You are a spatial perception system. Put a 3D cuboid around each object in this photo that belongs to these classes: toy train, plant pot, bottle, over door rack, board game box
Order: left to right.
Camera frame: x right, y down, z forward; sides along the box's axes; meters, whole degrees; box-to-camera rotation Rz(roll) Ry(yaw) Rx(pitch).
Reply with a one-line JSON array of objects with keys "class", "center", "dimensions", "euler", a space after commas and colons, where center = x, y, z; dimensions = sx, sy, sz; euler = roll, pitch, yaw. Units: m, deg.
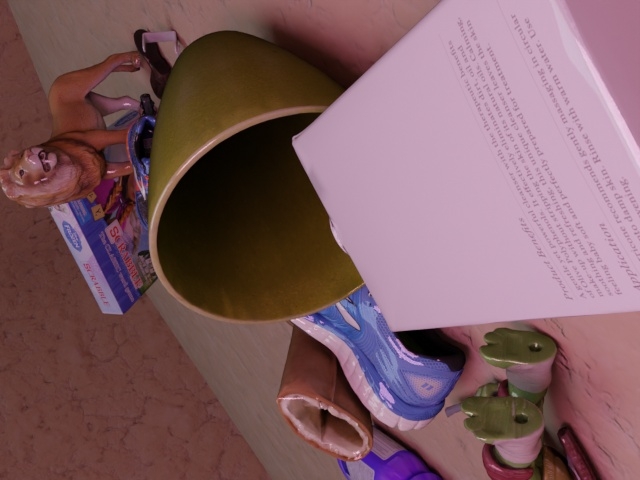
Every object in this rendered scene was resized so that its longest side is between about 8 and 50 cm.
[{"class": "board game box", "center": [-0.397, -0.068, 1.603], "dimensions": [0.066, 0.318, 0.318], "euler": [1, 125, 29]}, {"class": "toy train", "center": [-0.301, -0.201, 1.390], "dimensions": [0.158, 0.027, 0.036], "euler": [90, 164, -52]}, {"class": "over door rack", "center": [-0.197, -0.164, 1.286], "dimensions": [0.239, 0.108, 0.324], "euler": [94, 156, -57]}, {"class": "plant pot", "center": [-0.076, -0.107, 0.861], "dimensions": [0.274, 0.275, 0.293], "euler": [81, 167, -45]}, {"class": "bottle", "center": [0.126, 0.390, 1.247], "dimensions": [0.283, 0.092, 0.118], "euler": [16, 133, 63]}]

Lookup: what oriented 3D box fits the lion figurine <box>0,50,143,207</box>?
[{"class": "lion figurine", "center": [-0.440, -0.210, 1.415], "dimensions": [0.392, 0.240, 0.142], "euler": [-103, 8, -47]}]

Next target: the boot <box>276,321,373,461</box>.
[{"class": "boot", "center": [-0.027, 0.126, 1.002], "dimensions": [0.236, 0.089, 0.269], "euler": [31, -155, -11]}]

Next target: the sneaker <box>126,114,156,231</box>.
[{"class": "sneaker", "center": [-0.259, -0.098, 1.218], "dimensions": [0.087, 0.083, 0.221], "euler": [130, 121, -69]}]

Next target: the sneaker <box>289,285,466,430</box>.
[{"class": "sneaker", "center": [0.050, 0.064, 0.943], "dimensions": [0.330, 0.130, 0.147], "euler": [45, 122, 16]}]

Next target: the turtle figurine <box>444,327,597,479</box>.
[{"class": "turtle figurine", "center": [0.155, 0.223, 0.792], "dimensions": [0.275, 0.198, 0.266], "euler": [35, 145, 44]}]

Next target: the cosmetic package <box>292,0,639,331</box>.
[{"class": "cosmetic package", "center": [0.130, -0.059, 0.521], "dimensions": [0.196, 0.155, 0.365], "euler": [62, 161, -3]}]

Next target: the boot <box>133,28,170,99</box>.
[{"class": "boot", "center": [-0.312, -0.322, 1.433], "dimensions": [0.106, 0.037, 0.114], "euler": [61, 165, 6]}]
